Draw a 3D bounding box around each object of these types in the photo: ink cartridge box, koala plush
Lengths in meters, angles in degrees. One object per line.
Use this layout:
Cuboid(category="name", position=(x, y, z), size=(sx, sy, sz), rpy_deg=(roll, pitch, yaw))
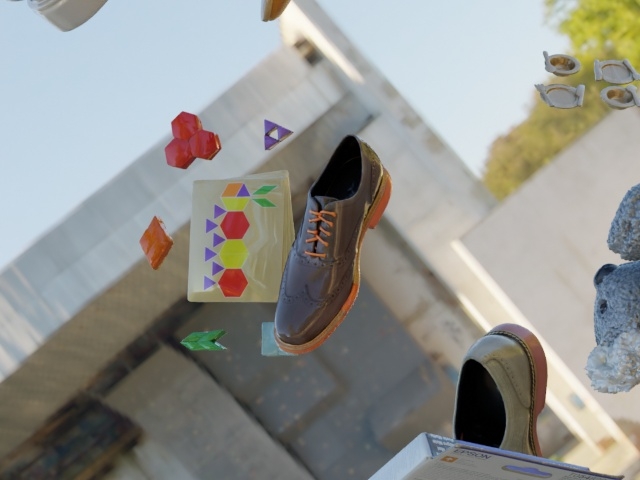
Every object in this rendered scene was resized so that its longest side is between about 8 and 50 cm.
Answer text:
Cuboid(category="ink cartridge box", position=(0.187, 0.273, 1.454), size=(0.223, 0.045, 0.224), rpy_deg=(15, -37, -22))
Cuboid(category="koala plush", position=(0.368, 0.060, 1.362), size=(0.221, 0.203, 0.196), rpy_deg=(-58, -13, 29))

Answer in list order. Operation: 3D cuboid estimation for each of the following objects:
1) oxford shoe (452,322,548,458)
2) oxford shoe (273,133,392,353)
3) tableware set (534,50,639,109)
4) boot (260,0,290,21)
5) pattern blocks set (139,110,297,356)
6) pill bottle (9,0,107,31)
Cuboid(category="oxford shoe", position=(0.211, 0.284, 1.616), size=(0.123, 0.348, 0.130), rpy_deg=(1, 11, 38))
Cuboid(category="oxford shoe", position=(0.000, 0.000, 1.502), size=(0.098, 0.097, 0.271), rpy_deg=(59, -136, -53))
Cuboid(category="tableware set", position=(0.400, -0.236, 1.919), size=(0.141, 0.168, 0.020), rpy_deg=(-87, 1, -49))
Cuboid(category="boot", position=(0.052, -0.391, 1.681), size=(0.104, 0.211, 0.295), rpy_deg=(149, 139, -75))
Cuboid(category="pattern blocks set", position=(-0.108, -0.005, 1.749), size=(0.026, 0.285, 0.325), rpy_deg=(24, -106, -71))
Cuboid(category="pill bottle", position=(-0.499, -0.518, 2.016), size=(0.224, 0.392, 0.224), rpy_deg=(-30, 39, 28))
